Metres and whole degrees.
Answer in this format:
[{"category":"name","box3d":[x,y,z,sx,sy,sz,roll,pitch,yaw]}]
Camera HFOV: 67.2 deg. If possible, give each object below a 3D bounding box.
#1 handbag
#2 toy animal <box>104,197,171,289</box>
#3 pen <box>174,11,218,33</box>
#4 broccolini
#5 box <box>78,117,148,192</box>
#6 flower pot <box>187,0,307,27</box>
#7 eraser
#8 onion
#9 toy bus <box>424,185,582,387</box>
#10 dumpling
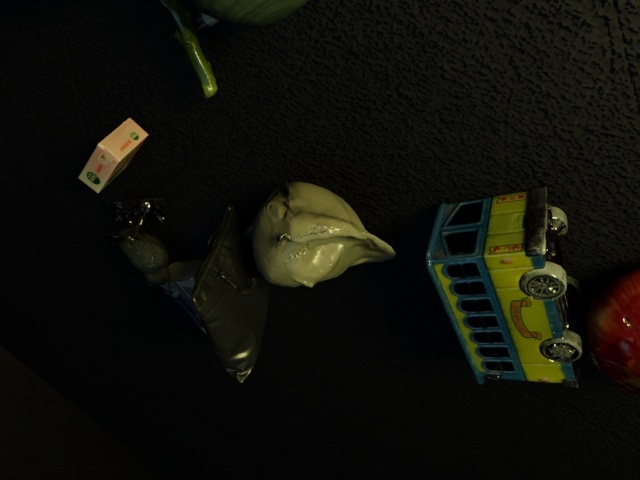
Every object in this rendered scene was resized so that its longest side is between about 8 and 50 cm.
[{"category":"handbag","box3d":[-0.149,0.084,0.853,0.088,0.254,0.211,-9,127,15]},{"category":"toy animal","box3d":[-0.354,0.019,0.959,0.120,0.117,0.210,-1,112,21]},{"category":"pen","box3d":[-0.117,-0.303,0.615,0.204,0.025,0.025,-11,126,36]},{"category":"broccolini","box3d":[-0.183,-0.287,0.610,0.058,0.067,0.216,37,150,64]},{"category":"box","box3d":[-0.366,-0.148,0.850,0.043,0.089,0.125,42,138,-17]},{"category":"flower pot","box3d":[-0.094,-0.334,0.466,0.189,0.157,0.243,-15,110,40]},{"category":"eraser","box3d":[-0.257,0.140,1.097,0.124,0.068,0.210,-8,128,33]},{"category":"onion","box3d":[0.477,0.140,0.630,0.229,0.164,0.230,1,126,1]},{"category":"toy bus","box3d":[0.277,0.080,0.703,0.174,0.138,0.288,-8,128,32]},{"category":"dumpling","box3d":[-0.010,-0.015,0.764,0.293,0.204,0.164,151,101,-71]}]
